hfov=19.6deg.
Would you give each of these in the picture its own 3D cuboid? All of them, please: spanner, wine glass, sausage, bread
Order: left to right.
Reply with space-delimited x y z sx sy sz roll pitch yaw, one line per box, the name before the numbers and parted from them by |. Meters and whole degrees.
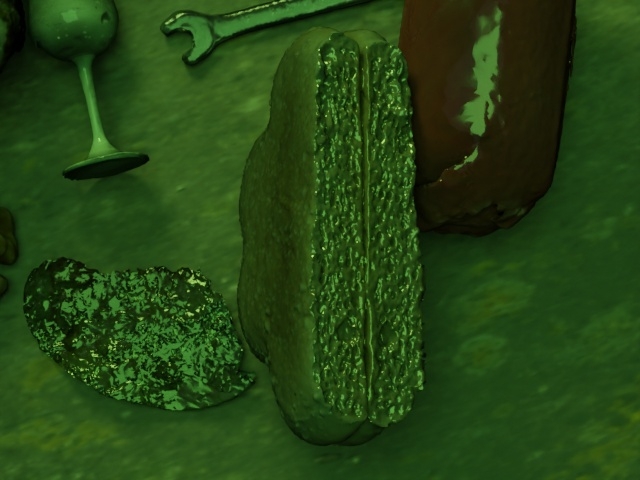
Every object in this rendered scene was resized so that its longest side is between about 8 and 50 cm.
wine glass | -0.205 -0.155 1.588 0.079 0.079 0.196 -13 83 1
spanner | -0.014 -0.206 1.618 0.254 0.015 0.054 -15 84 1
bread | -0.004 -0.001 1.506 0.102 0.183 0.337 5 80 -31
sausage | 0.133 -0.139 1.535 0.152 0.152 0.280 9 83 4

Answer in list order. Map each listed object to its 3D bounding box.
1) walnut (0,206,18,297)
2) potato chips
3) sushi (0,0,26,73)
walnut | -0.347 0.005 1.579 0.170 0.069 0.143 16 82 2
potato chips | -0.151 0.075 1.583 0.209 0.026 0.142 39 84 7
sushi | -0.403 -0.147 1.551 0.343 0.182 0.196 -29 87 -1
